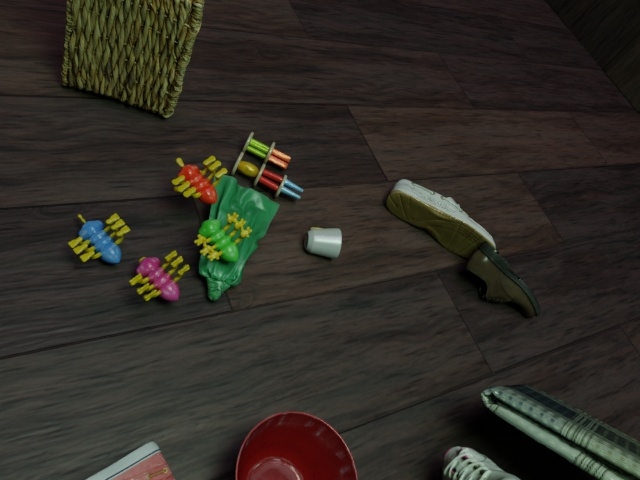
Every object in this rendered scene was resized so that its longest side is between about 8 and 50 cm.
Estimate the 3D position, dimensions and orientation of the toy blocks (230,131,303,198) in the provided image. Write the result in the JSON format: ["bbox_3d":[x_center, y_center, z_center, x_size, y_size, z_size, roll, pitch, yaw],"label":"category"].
[{"bbox_3d":[-0.099,-0.149,1.156,0.148,0.054,0.123,26,48,-10],"label":"toy blocks"}]

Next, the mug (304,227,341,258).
[{"bbox_3d":[0.000,0.003,1.108,0.064,0.078,0.062,6,87,-16],"label":"mug"}]

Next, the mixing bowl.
[{"bbox_3d":[-0.047,0.347,0.787,0.181,0.098,0.181,15,51,-19],"label":"mixing bowl"}]

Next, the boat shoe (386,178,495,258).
[{"bbox_3d":[0.288,-0.058,1.281,0.277,0.098,0.096,32,48,-3],"label":"boat shoe"}]

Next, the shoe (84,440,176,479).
[{"bbox_3d":[-0.263,0.334,0.696,0.178,0.063,0.081,-24,66,-44],"label":"shoe"}]

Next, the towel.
[{"bbox_3d":[0.455,0.341,0.938,0.324,0.056,0.312,25,2,33],"label":"towel"}]

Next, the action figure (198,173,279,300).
[{"bbox_3d":[-0.164,0.004,0.999,0.137,0.063,0.232,23,56,-15],"label":"action figure"}]

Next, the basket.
[{"bbox_3d":[-0.344,-0.424,1.053,0.223,0.299,0.214,15,50,-17],"label":"basket"}]

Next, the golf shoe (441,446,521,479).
[{"bbox_3d":[0.233,0.376,0.831,0.115,0.306,0.140,-39,63,-9],"label":"golf shoe"}]

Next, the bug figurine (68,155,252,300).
[{"bbox_3d":[-0.255,-0.014,0.926,0.279,0.072,0.216,-35,74,-23],"label":"bug figurine"}]

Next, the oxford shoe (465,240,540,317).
[{"bbox_3d":[0.406,0.105,1.248,0.227,0.096,0.083,43,8,-16],"label":"oxford shoe"}]
